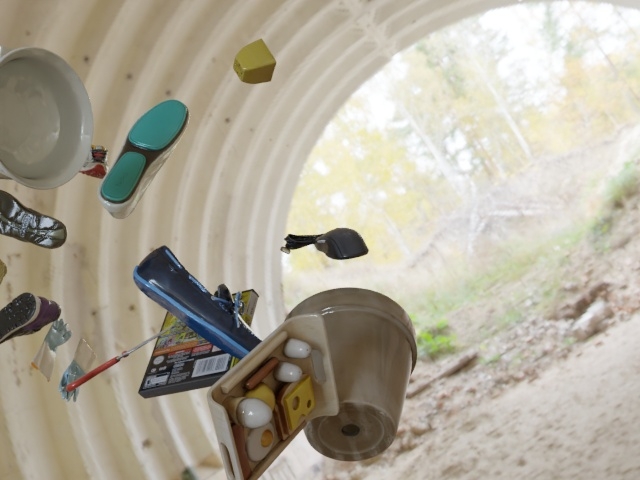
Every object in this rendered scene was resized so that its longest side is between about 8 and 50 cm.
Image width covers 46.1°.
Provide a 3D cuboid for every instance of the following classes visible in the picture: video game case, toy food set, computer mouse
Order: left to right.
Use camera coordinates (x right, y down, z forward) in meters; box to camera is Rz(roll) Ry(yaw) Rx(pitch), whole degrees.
[{"bbox_3d":[-0.289,0.247,1.801,0.275,0.035,0.248,-16,42,27],"label":"video game case"},{"bbox_3d":[-0.065,0.292,1.293,0.092,0.220,0.306,4,26,33],"label":"toy food set"},{"bbox_3d":[0.000,0.000,1.773,0.184,0.060,0.262,-10,11,-11],"label":"computer mouse"}]

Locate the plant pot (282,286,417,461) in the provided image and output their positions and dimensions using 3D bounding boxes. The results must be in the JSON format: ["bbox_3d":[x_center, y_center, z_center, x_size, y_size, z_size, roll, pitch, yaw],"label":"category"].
[{"bbox_3d":[0.061,0.313,1.644,0.323,0.323,0.280,-37,27,24],"label":"plant pot"}]

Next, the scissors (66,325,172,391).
[{"bbox_3d":[-0.483,0.279,1.807,0.297,0.021,0.109,-32,0,-7],"label":"scissors"}]

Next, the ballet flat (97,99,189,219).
[{"bbox_3d":[-0.486,-0.221,2.071,0.139,0.139,0.400,-48,15,57],"label":"ballet flat"}]

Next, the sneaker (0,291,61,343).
[{"bbox_3d":[-0.826,0.235,2.038,0.283,0.107,0.124,-22,-23,22],"label":"sneaker"}]

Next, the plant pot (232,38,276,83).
[{"bbox_3d":[-0.171,-0.440,1.881,0.083,0.081,0.081,-24,-17,-24],"label":"plant pot"}]

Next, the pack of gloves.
[{"bbox_3d":[-0.757,0.352,2.196,0.046,0.195,0.232,-20,29,15],"label":"pack of gloves"}]

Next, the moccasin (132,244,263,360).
[{"bbox_3d":[-0.227,0.132,1.567,0.117,0.342,0.138,-54,7,-24],"label":"moccasin"}]

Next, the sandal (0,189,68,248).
[{"bbox_3d":[-0.639,-0.044,1.628,0.060,0.219,0.090,21,-91,-83],"label":"sandal"}]

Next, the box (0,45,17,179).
[{"bbox_3d":[-0.772,-0.310,1.832,0.148,0.311,0.121,17,10,39],"label":"box"}]

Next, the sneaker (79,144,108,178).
[{"bbox_3d":[-0.680,-0.241,2.256,0.088,0.093,0.225,14,8,-28],"label":"sneaker"}]

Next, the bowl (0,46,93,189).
[{"bbox_3d":[-0.640,-0.257,1.608,0.134,0.298,0.298,2,7,27],"label":"bowl"}]

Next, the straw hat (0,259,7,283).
[{"bbox_3d":[-0.579,0.056,1.303,0.144,0.061,0.144,-52,20,28],"label":"straw hat"}]
